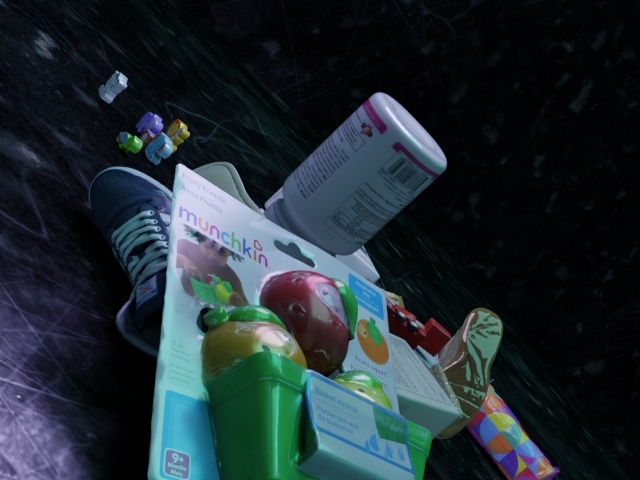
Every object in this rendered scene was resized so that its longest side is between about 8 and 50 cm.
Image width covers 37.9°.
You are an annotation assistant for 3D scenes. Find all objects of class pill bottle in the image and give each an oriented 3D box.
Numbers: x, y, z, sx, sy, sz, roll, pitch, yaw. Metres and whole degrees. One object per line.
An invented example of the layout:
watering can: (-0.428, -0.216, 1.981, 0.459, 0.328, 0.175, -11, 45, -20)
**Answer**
pill bottle: (0.043, -0.079, 1.448, 0.160, 0.283, 0.160, 42, 18, -17)

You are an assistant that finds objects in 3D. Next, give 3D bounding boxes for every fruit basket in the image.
fruit basket: (-0.016, 0.120, 0.911, 0.327, 0.165, 0.353, 33, 43, -34)

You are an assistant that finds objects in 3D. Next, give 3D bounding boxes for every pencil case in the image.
pencil case: (0.362, 0.389, 1.832, 0.236, 0.104, 0.104, 55, 13, 29)

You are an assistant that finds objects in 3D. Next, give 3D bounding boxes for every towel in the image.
towel: (0.167, 0.264, 1.491, 0.027, 0.110, 0.148, 50, 8, -25)

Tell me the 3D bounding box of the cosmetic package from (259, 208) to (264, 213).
cosmetic package: (-0.041, 0.060, 1.538, 0.239, 0.060, 0.099, 46, 12, -7)

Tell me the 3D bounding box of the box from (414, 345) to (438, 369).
box: (0.118, 0.186, 1.623, 0.170, 0.091, 0.130, 47, 12, -3)

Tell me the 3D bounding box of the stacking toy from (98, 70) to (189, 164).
stacking toy: (-0.266, -0.169, 1.513, 0.167, 0.052, 0.221, 38, 15, -41)

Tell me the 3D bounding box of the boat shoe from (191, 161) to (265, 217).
boat shoe: (-0.125, 0.018, 1.236, 0.340, 0.127, 0.113, -120, -170, -57)

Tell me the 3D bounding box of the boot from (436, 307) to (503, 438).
boot: (0.234, 0.269, 1.706, 0.095, 0.262, 0.203, 26, -31, 1)

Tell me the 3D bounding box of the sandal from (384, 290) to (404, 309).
sandal: (0.139, 0.125, 2.004, 0.219, 0.060, 0.090, 52, 12, 24)

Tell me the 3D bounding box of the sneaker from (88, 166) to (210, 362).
sneaker: (-0.186, 0.023, 1.014, 0.282, 0.099, 0.153, 53, 10, 14)

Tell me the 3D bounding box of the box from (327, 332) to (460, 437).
box: (0.062, 0.203, 1.250, 0.149, 0.127, 0.232, 53, 12, 31)

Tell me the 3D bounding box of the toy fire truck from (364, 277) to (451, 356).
toy fire truck: (0.125, 0.125, 1.510, 0.192, 0.047, 0.135, 40, 13, -2)

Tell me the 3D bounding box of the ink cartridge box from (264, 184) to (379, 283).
ink cartridge box: (0.000, 0.000, 1.805, 0.172, 0.100, 0.237, 40, 13, -29)
